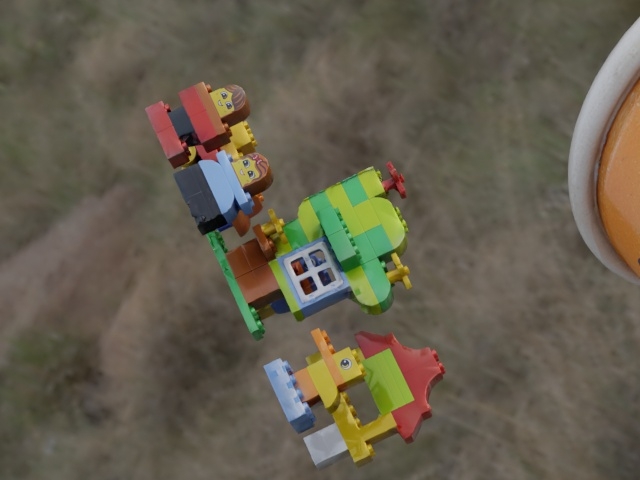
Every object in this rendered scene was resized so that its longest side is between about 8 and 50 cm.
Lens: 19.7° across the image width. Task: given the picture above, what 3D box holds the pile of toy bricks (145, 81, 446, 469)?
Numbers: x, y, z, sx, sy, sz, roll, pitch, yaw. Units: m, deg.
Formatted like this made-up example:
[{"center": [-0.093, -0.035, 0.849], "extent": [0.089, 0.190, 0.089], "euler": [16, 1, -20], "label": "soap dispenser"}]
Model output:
[{"center": [0.000, 0.000, 0.946], "extent": [0.105, 0.118, 0.212], "euler": [-26, 70, -1], "label": "pile of toy bricks"}]

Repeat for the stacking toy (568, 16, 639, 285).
[{"center": [0.389, 0.049, 1.125], "extent": [0.350, 0.351, 0.480], "euler": [-50, 42, 27], "label": "stacking toy"}]
